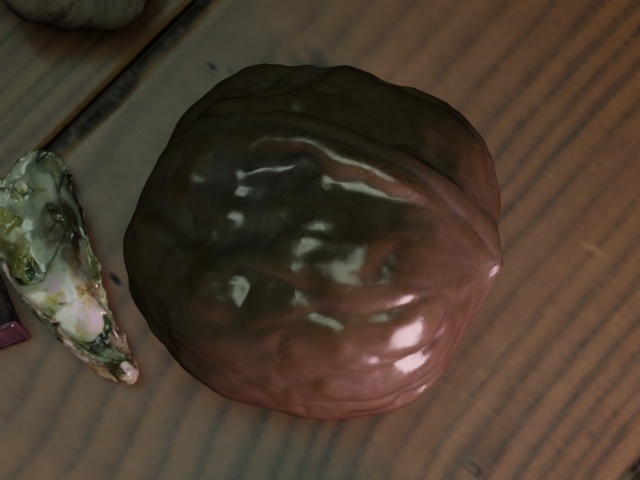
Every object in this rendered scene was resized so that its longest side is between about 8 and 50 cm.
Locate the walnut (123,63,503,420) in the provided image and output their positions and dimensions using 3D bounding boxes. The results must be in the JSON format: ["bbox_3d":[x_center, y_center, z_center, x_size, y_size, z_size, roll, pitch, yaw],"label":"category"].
[{"bbox_3d":[-0.001,0.001,1.185,0.273,0.273,0.227,3,115,-1],"label":"walnut"}]

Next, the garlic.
[{"bbox_3d":[-0.198,-0.228,1.272,0.159,0.102,0.147,36,60,-15],"label":"garlic"}]

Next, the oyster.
[{"bbox_3d":[-0.206,0.023,1.272,0.106,0.061,0.200,-12,75,-1],"label":"oyster"}]

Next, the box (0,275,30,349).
[{"bbox_3d":[-0.272,0.057,1.257,0.085,0.060,0.063,-22,79,-3],"label":"box"}]
